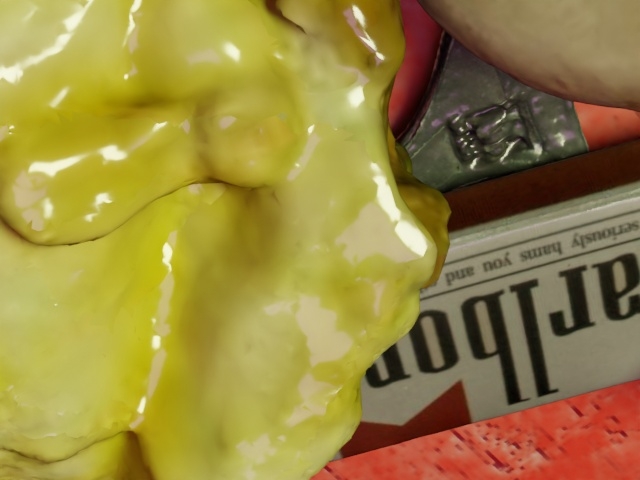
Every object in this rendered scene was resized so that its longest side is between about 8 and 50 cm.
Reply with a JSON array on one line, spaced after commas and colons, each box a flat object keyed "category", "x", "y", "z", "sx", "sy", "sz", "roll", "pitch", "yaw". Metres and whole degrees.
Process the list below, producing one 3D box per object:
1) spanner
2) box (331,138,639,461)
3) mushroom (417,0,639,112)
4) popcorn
[{"category": "spanner", "x": 0.000, "y": 0.000, "z": 0.640, "sx": 0.325, "sy": 0.026, "sz": 0.093, "roll": -40, "pitch": 118, "yaw": 22}, {"category": "box", "x": 0.073, "y": 0.024, "z": 0.632, "sx": 0.177, "sy": 0.036, "sz": 0.115, "roll": -16, "pitch": 137, "yaw": 2}, {"category": "mushroom", "x": 0.092, "y": -0.118, "z": 0.460, "sx": 0.206, "sy": 0.209, "sz": 0.206, "roll": 17, "pitch": 146, "yaw": 12}, {"category": "popcorn", "x": -0.088, "y": -0.021, "z": 0.496, "sx": 0.237, "sy": 0.293, "sz": 0.293, "roll": -16, "pitch": 124, "yaw": -13}]
